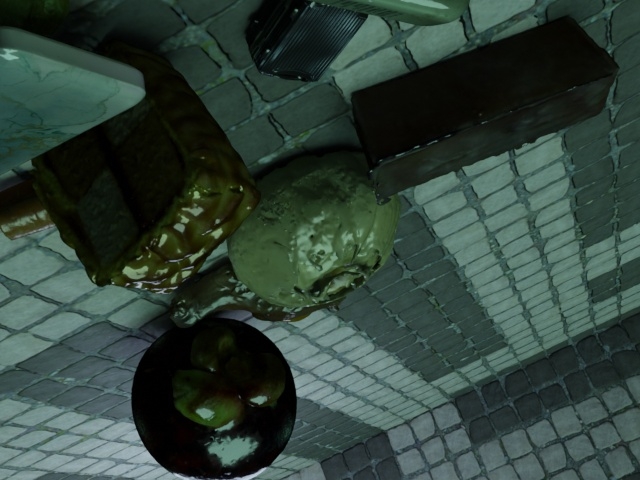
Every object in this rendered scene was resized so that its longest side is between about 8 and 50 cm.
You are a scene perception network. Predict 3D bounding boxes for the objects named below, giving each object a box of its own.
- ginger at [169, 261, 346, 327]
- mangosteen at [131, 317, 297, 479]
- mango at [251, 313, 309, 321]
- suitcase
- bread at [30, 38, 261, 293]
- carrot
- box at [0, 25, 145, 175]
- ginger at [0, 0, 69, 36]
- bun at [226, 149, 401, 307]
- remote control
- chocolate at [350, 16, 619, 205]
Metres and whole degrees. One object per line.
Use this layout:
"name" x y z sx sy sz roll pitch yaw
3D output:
"ginger" -0.091 0.083 1.201 0.290 0.084 0.122 -2 158 -21
"mangosteen" -0.167 0.254 1.256 0.288 0.288 0.288 -18 153 -9
"mango" -0.062 0.105 1.301 0.114 0.060 0.080 -8 146 -15
"suitcase" -0.012 -0.213 0.748 0.086 0.059 0.126 1 147 -38
"bread" -0.167 -0.062 0.715 0.181 0.222 0.096 -48 148 19
"carrot" -0.240 -0.062 0.844 0.225 0.067 0.067 -18 154 -5
"box" -0.291 -0.103 0.664 0.285 0.044 0.142 -17 166 35
"ginger" -0.295 -0.202 0.518 0.137 0.089 0.290 -1 164 16
"bun" 0.000 0.000 1.054 0.259 0.152 0.259 -17 155 -8
"remote control" -0.025 -0.220 0.625 0.309 0.038 0.090 7 -172 -17
"chocolate" 0.185 -0.163 0.938 0.321 0.112 0.112 -22 155 -4
